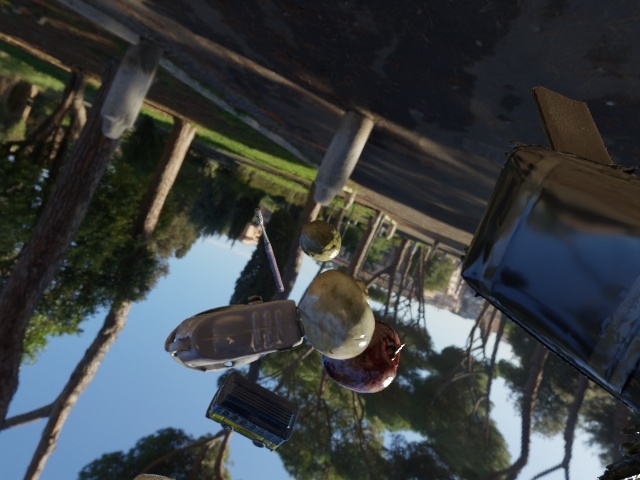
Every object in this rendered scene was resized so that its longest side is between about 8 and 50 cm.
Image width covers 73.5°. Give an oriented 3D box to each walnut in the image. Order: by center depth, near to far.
[{"bbox_3d":[0.000,0.000,0.870,0.092,0.092,0.092,23,180,0],"label":"walnut"}]

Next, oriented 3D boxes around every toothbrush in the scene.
[{"bbox_3d":[-0.194,0.044,1.625,0.024,0.353,0.029,-11,-157,6],"label":"toothbrush"}]

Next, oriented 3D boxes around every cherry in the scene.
[{"bbox_3d":[0.123,0.357,1.342,0.301,0.230,0.203,-15,133,34],"label":"cherry"}]

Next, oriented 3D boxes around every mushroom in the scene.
[{"bbox_3d":[0.062,0.203,1.117,0.189,0.195,0.253,49,148,27],"label":"mushroom"}]

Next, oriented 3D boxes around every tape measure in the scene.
[{"bbox_3d":[-0.160,0.173,0.803,0.237,0.120,0.197,-9,171,-12],"label":"tape measure"}]

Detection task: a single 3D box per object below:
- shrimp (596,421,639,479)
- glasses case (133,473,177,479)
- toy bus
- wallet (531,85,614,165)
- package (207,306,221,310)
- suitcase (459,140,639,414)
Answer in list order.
[{"bbox_3d":[0.584,0.273,0.523,0.085,0.446,0.272,57,-156,-17],"label":"shrimp"},{"bbox_3d":[-0.305,0.588,0.715,0.076,0.336,0.144,-14,138,31],"label":"glasses case"},{"bbox_3d":[-0.246,0.616,1.538,0.288,0.175,0.138,31,-139,-7],"label":"toy bus"},{"bbox_3d":[0.522,-0.227,0.897,0.133,0.243,0.039,14,141,-8],"label":"wallet"},{"bbox_3d":[-0.321,0.224,1.334,0.059,0.029,0.083,-9,159,-13],"label":"package"},{"bbox_3d":[0.405,0.028,0.616,0.194,0.282,0.434,-1,-152,-32],"label":"suitcase"}]
